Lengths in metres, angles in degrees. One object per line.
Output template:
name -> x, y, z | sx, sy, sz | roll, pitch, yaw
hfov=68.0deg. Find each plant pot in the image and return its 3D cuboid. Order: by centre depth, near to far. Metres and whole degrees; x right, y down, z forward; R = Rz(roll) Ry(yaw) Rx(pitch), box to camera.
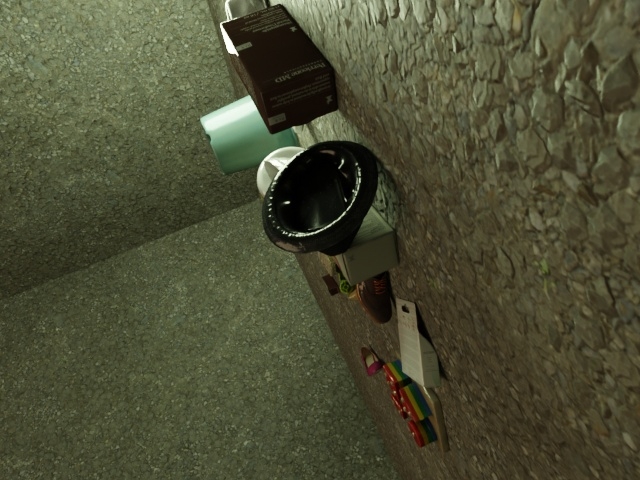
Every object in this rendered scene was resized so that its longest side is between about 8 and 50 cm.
plant pot -> -0.302, -0.447, 1.999 | 0.341, 0.334, 0.341 | 157, 90, -82

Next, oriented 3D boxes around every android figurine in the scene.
android figurine -> 0.080, 0.047, 1.546 | 0.273, 0.056, 0.248 | 8, -108, -80

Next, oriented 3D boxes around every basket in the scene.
basket -> 0.059, 0.051, 1.774 | 0.103, 0.113, 0.167 | 62, 171, 22

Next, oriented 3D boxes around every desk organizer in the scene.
desk organizer -> 0.054, 0.231, 2.484 | 0.130, 0.050, 0.047 | -124, 15, -55

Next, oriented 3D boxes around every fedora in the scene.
fedora -> 0.018, -0.083, 1.155 | 0.152, 0.334, 0.334 | 51, -174, -46
fedora -> -0.236, -0.720, 1.584 | 0.244, 0.124, 0.275 | -128, 18, -60

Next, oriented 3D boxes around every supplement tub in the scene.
supplement tub -> -0.101, -0.167, 1.776 | 0.331, 0.241, 0.241 | 89, 157, -68

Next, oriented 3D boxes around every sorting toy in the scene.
sorting toy -> 0.306, 0.538, 1.565 | 0.255, 0.089, 0.257 | -126, 16, -58

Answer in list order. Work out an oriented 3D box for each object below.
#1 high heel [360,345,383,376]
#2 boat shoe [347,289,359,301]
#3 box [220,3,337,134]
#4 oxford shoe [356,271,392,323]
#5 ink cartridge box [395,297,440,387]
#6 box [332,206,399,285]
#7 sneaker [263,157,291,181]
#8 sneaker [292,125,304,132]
high heel -> 0.221, 0.530, 2.119 | 0.117, 0.082, 0.244 | 56, -177, 8
boat shoe -> 0.140, 0.209, 1.809 | 0.190, 0.072, 0.068 | 117, 130, -79
box -> -0.120, -0.469, 1.275 | 0.143, 0.191, 0.381 | 79, 165, -54
oxford shoe -> 0.159, 0.131, 1.425 | 0.271, 0.097, 0.098 | 69, 166, -9
ink cartridge box -> 0.268, 0.276, 1.329 | 0.181, 0.056, 0.225 | 166, 100, -82
box -> 0.090, -0.016, 1.281 | 0.232, 0.148, 0.127 | -121, 11, -48
sneaker -> -0.053, -0.231, 1.523 | 0.292, 0.169, 0.108 | 29, 146, 51
sneaker -> -0.134, -0.464, 1.632 | 0.090, 0.115, 0.232 | 109, 138, -78
